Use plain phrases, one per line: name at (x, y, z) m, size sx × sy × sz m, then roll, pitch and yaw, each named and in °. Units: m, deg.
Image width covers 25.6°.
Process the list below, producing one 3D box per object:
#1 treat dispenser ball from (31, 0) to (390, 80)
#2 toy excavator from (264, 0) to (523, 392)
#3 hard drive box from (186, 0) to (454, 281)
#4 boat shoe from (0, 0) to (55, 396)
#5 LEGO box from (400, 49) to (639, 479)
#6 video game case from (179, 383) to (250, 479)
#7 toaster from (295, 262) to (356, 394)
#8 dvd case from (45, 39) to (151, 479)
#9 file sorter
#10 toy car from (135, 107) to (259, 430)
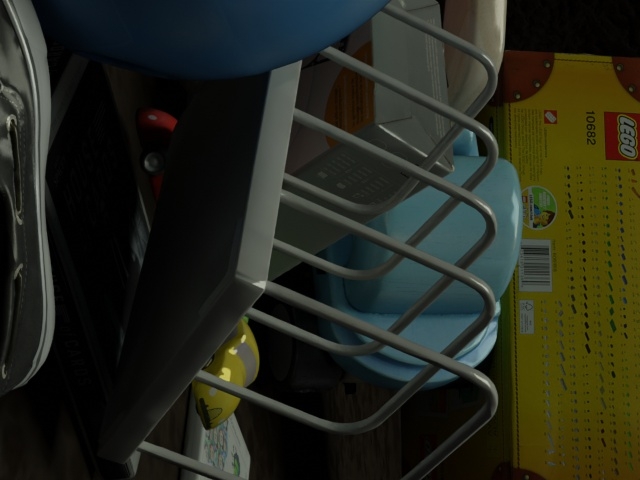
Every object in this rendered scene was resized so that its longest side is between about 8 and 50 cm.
treat dispenser ball at (-0.065, -0.226, 0.712) m, size 0.288 × 0.288 × 0.288 m, roll -6°, pitch 90°, yaw -82°
toy excavator at (0.107, -0.091, 1.365) m, size 0.445 × 0.222 × 0.433 m, roll 136°, pitch -47°, yaw -61°
hard drive box at (-0.008, -0.092, 1.162) m, size 0.089 × 0.232 × 0.181 m, roll 28°, pitch 46°, yaw -34°
boat shoe at (-0.167, -0.032, 0.631) m, size 0.076 × 0.080 × 0.228 m, roll -71°, pitch 161°, yaw -74°
LEGO box at (0.233, 0.068, 1.638) m, size 0.372 × 0.193 × 0.500 m, roll 153°, pitch -62°, yaw -74°
video game case at (-0.086, 0.199, 1.166) m, size 0.157 × 0.019 × 0.143 m, roll -87°, pitch 167°, yaw -46°
toaster at (0.038, 0.060, 1.736) m, size 0.146 × 0.129 × 0.227 m, roll -89°, pitch 171°, yaw -54°
dvd case at (-0.144, 0.004, 0.896) m, size 0.179 × 0.029 × 0.239 m, roll -84°, pitch 166°, yaw -57°
file sorter at (0.000, 0.000, 0.864) m, size 0.193 × 0.173 × 0.278 m, roll -50°, pitch -156°, yaw 43°
toy car at (-0.085, 0.032, 1.077) m, size 0.225 × 0.053 × 0.239 m, roll 86°, pitch -9°, yaw -76°
